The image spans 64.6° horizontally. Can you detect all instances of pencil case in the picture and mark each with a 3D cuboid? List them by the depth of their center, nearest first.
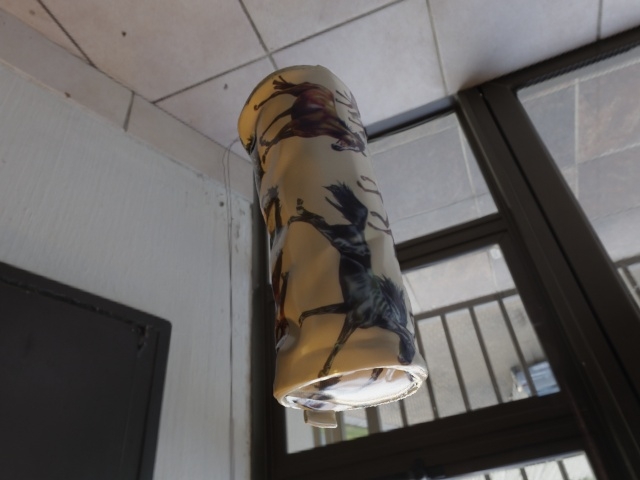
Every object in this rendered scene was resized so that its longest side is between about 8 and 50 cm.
[{"bbox_3d":[0.000,0.000,0.608,0.160,0.410,0.183,1,152,-23],"label":"pencil case"}]
